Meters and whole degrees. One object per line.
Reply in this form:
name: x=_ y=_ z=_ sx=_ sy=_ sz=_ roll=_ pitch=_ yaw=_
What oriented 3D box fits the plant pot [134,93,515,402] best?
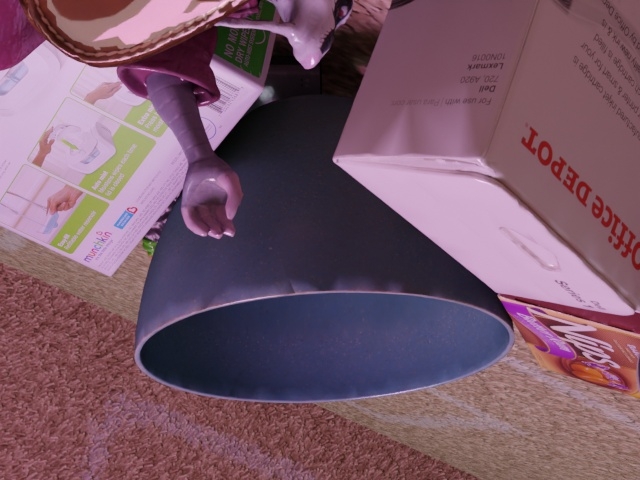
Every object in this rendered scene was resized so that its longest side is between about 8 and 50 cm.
plant pot: x=0.000 y=0.000 z=0.895 sx=0.290 sy=0.196 sz=0.290 roll=-2 pitch=158 yaw=-1

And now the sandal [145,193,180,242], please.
sandal: x=-0.033 y=-0.047 z=1.055 sx=0.445 sy=0.168 sz=0.107 roll=22 pitch=-169 yaw=-5

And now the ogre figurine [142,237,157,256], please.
ogre figurine: x=-0.194 y=-0.039 z=1.406 sx=0.197 sy=0.097 sz=0.118 roll=2 pitch=142 yaw=14

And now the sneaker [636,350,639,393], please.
sneaker: x=0.372 y=0.058 z=0.666 sx=0.330 sy=0.123 sz=0.146 roll=-1 pitch=-171 yaw=31

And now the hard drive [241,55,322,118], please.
hard drive: x=-0.066 y=-0.116 z=0.950 sx=0.135 sy=0.022 sz=0.094 roll=1 pitch=136 yaw=3

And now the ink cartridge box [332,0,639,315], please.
ink cartridge box: x=0.115 y=-0.095 z=0.545 sx=0.092 sy=0.220 sz=0.160 roll=6 pitch=158 yaw=44

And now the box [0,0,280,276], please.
box: x=-0.195 y=-0.124 z=0.840 sx=0.231 sy=0.127 sz=0.262 roll=27 pitch=135 yaw=-19

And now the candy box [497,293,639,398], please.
candy box: x=0.205 y=0.063 z=0.824 sx=0.109 sy=0.053 sz=0.187 roll=16 pitch=166 yaw=25

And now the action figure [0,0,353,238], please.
action figure: x=-0.122 y=-0.177 z=0.653 sx=0.370 sy=0.248 sz=0.276 roll=2 pitch=-139 yaw=-44

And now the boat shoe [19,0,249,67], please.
boat shoe: x=-0.017 y=-0.161 z=0.424 sx=0.307 sy=0.104 sz=0.110 roll=-36 pitch=117 yaw=27
